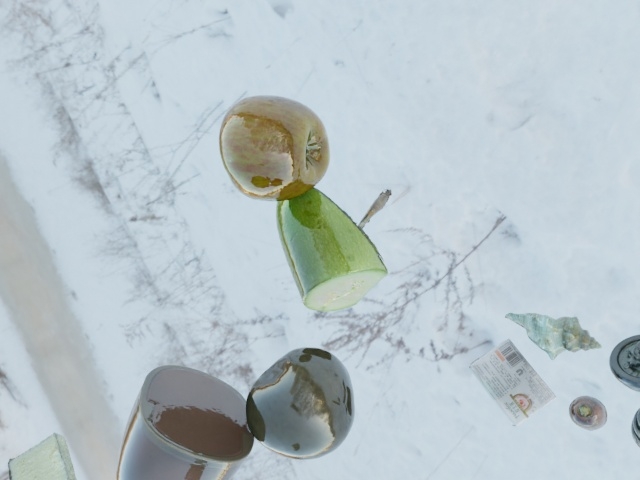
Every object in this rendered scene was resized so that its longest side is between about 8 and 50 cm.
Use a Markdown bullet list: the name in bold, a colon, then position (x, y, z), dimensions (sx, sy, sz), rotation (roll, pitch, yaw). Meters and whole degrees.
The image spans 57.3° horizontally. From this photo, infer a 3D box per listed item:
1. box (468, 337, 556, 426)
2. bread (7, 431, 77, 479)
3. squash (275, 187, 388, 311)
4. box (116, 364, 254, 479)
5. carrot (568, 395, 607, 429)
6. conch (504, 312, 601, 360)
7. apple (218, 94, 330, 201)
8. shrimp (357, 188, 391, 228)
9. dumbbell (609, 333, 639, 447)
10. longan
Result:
- **box**: position (0.520, 0.387, 1.602), dimensions (0.199, 0.135, 0.081), rotation (55, 180, 21)
- **bread**: position (-0.304, 0.295, 0.657), dimensions (0.153, 0.068, 0.028), rotation (51, 172, 37)
- **squash**: position (0.000, 0.000, 1.522), dimensions (0.233, 0.210, 0.308), rotation (-54, 46, 49)
- **box**: position (-0.316, 0.461, 1.330), dimensions (0.301, 0.301, 0.216), rotation (35, 106, 21)
- **carrot**: position (0.479, 0.310, 1.045), dimensions (0.059, 0.059, 0.248), rotation (24, 175, 30)
- **conch**: position (0.586, 0.240, 1.494), dimensions (0.234, 0.114, 0.137), rotation (8, 160, 19)
- **apple**: position (-0.104, -0.216, 1.390), dimensions (0.265, 0.264, 0.264), rotation (24, 130, 31)
- **shrimp**: position (0.157, -0.084, 1.755), dimensions (0.034, 0.178, 0.124), rotation (37, 135, 3)
- **dumbbell**: position (0.882, 0.411, 1.535), dimensions (0.179, 0.179, 0.406), rotation (0, 130, 43)
- **longan**: position (-0.045, 0.364, 1.297), dimensions (0.246, 0.246, 0.215), rotation (40, 154, 17)
